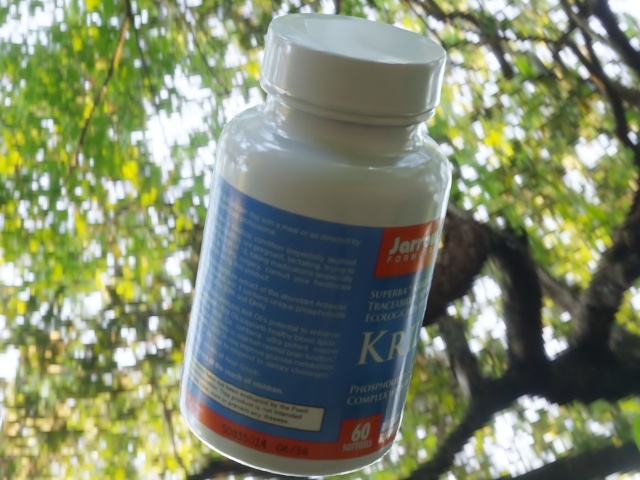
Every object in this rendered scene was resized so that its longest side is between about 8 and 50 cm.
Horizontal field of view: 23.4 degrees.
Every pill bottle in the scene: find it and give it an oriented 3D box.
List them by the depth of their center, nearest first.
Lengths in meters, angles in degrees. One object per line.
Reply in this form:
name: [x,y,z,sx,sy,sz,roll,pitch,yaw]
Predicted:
pill bottle: [0.000,0.000,0.807,0.124,0.124,0.221,5,-68,-12]
